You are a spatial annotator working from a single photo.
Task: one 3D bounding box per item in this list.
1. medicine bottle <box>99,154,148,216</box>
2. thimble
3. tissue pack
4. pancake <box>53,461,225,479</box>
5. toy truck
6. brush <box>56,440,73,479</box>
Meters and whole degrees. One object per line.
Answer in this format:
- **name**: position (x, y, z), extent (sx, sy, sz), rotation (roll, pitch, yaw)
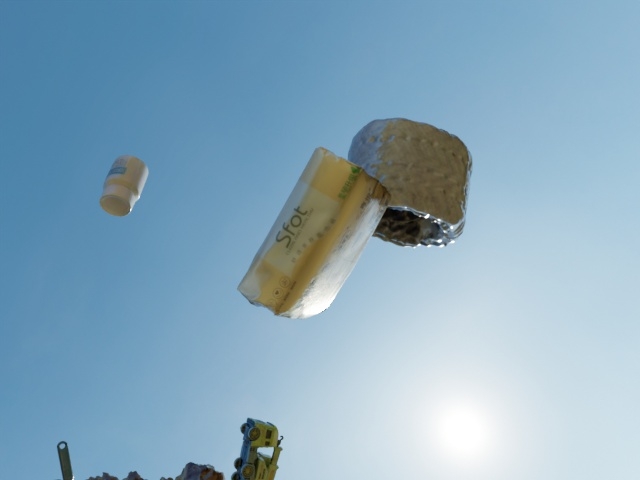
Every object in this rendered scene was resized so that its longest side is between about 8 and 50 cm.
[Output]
- **medicine bottle**: position (-0.291, -0.081, 0.701), extent (0.052, 0.089, 0.052), rotation (0, -42, 0)
- **thimble**: position (0.153, -0.090, 0.840), extent (0.246, 0.217, 0.157), rotation (30, -112, -48)
- **tissue pack**: position (0.000, 0.000, 0.654), extent (0.222, 0.090, 0.186), rotation (-59, -22, 6)
- **pancake**: position (-0.220, 0.334, 0.495), extent (0.266, 0.245, 0.057), rotation (-52, -24, -45)
- **toy truck**: position (-0.146, 0.516, 1.128), extent (0.100, 0.077, 0.168), rotation (17, -107, -24)
- **brush**: position (-0.512, 0.490, 0.964), extent (0.051, 0.014, 0.164), rotation (-10, -97, -43)
